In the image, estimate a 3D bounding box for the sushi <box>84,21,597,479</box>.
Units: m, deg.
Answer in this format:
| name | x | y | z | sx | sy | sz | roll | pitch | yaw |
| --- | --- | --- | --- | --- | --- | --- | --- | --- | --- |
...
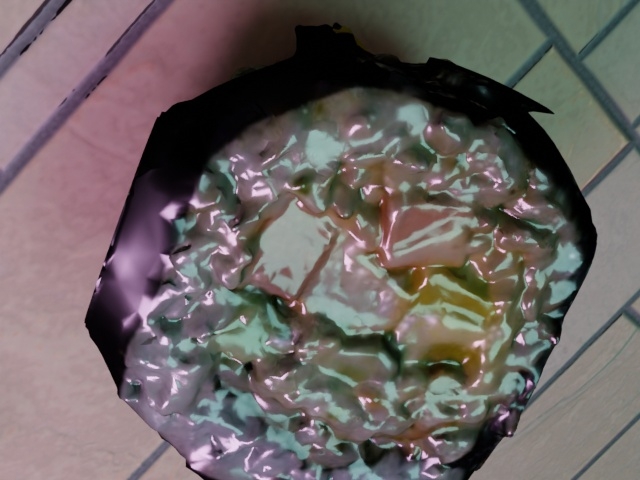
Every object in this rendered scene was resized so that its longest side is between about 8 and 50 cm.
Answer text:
| name | x | y | z | sx | sy | sz | roll | pitch | yaw |
| --- | --- | --- | --- | --- | --- | --- | --- | --- | --- |
| sushi | 0.000 | 0.000 | 0.860 | 0.329 | 0.285 | 0.328 | 14 | 113 | -18 |
